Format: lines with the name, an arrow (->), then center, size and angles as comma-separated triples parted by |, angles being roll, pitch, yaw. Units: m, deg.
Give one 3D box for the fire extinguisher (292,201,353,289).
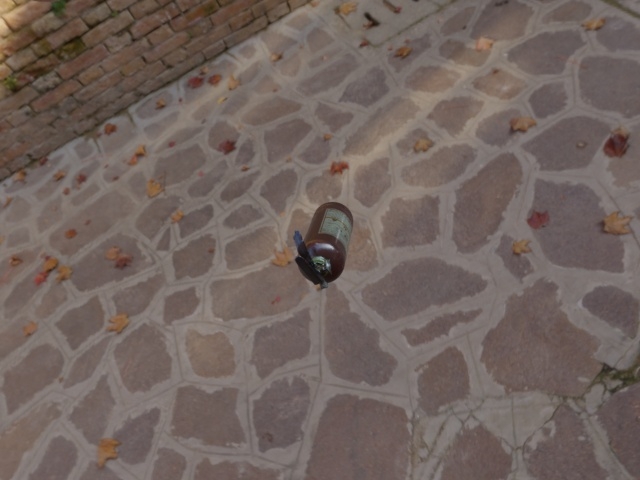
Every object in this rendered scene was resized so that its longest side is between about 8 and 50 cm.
fire extinguisher -> 0.000, 0.000, 0.682 | 0.071, 0.099, 0.231 | -22, 18, 18
